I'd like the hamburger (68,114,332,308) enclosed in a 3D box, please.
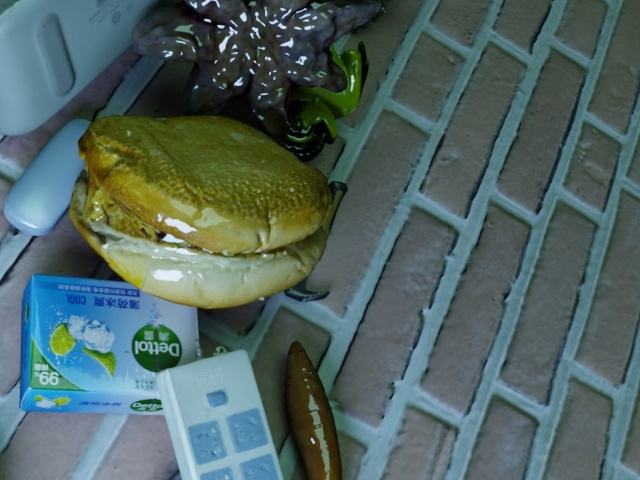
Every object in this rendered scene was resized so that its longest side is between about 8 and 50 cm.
[{"bbox_3d":[-0.136,-0.046,1.280,0.314,0.170,0.290,-6,38,-36],"label":"hamburger"}]

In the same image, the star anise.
[{"bbox_3d":[-0.080,-0.272,1.347,0.315,0.315,0.108,18,28,-16],"label":"star anise"}]

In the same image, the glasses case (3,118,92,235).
[{"bbox_3d":[-0.320,-0.080,1.321,0.067,0.045,0.178,33,52,-6],"label":"glasses case"}]

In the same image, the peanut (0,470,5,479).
[{"bbox_3d":[-0.361,0.317,1.026,0.123,0.123,0.257,16,59,-17],"label":"peanut"}]

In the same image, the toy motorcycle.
[{"bbox_3d":[-0.058,-0.277,1.508,0.206,0.142,0.342,-27,78,-35],"label":"toy motorcycle"}]

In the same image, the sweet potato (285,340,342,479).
[{"bbox_3d":[-0.004,0.244,1.288,0.057,0.057,0.265,-2,65,-27],"label":"sweet potato"}]

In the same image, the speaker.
[{"bbox_3d":[-0.310,-0.334,1.326,0.183,0.184,0.406,32,62,17],"label":"speaker"}]

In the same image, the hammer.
[{"bbox_3d":[0.000,0.000,1.450,0.078,0.021,0.201,30,54,-8],"label":"hammer"}]

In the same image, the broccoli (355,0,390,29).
[{"bbox_3d":[0.035,-0.456,1.653,0.288,0.248,0.245,-4,27,-18],"label":"broccoli"}]

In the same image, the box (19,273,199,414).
[{"bbox_3d":[-0.240,0.121,1.228,0.194,0.073,0.139,6,60,-24],"label":"box"}]

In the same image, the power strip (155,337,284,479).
[{"bbox_3d":[-0.089,0.284,1.176,0.106,0.043,0.367,-13,83,-30],"label":"power strip"}]
